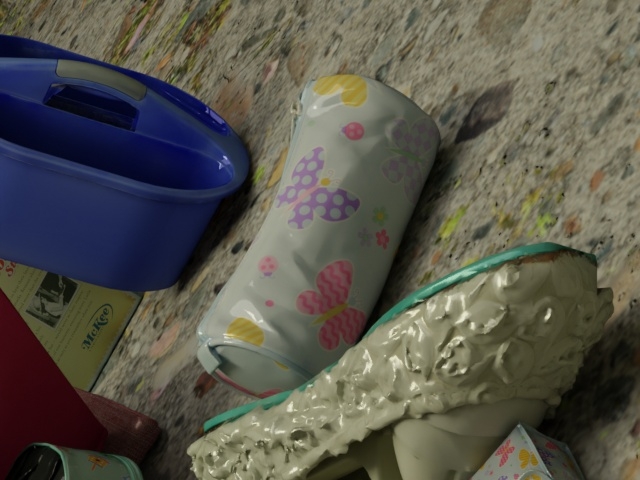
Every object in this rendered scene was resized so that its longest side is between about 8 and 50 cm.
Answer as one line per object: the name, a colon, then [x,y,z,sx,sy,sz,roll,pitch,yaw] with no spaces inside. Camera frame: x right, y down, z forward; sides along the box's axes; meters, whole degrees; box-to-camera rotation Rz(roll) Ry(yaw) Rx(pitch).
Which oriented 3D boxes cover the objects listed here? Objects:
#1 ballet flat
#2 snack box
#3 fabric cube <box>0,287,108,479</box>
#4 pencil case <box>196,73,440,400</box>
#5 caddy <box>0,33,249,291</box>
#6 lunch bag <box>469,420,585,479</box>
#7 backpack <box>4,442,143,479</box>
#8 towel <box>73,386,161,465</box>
ballet flat: [0.057,0.131,1.251,0.409,0.147,0.147,-34,31,50]
snack box: [-0.343,0.148,1.937,0.322,0.187,0.060,-61,22,-10]
fabric cube: [-0.376,0.190,1.639,0.254,0.258,0.259,4,57,24]
pencil case: [0.000,0.000,1.508,0.113,0.124,0.273,-19,44,57]
caddy: [-0.243,-0.097,1.893,0.241,0.341,0.179,-98,28,-57]
lunch bag: [0.124,0.161,1.130,0.071,0.053,0.083,-51,32,20]
backpack: [-0.199,0.259,1.530,0.166,0.144,0.188,-19,68,61]
towel: [-0.272,0.299,1.796,0.329,0.037,0.237,-63,25,-8]
